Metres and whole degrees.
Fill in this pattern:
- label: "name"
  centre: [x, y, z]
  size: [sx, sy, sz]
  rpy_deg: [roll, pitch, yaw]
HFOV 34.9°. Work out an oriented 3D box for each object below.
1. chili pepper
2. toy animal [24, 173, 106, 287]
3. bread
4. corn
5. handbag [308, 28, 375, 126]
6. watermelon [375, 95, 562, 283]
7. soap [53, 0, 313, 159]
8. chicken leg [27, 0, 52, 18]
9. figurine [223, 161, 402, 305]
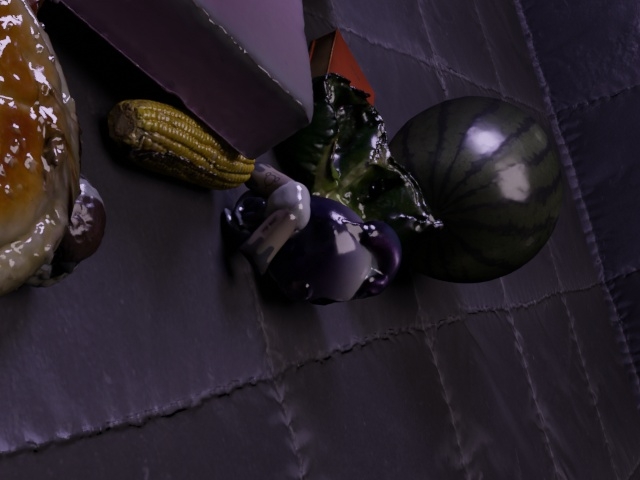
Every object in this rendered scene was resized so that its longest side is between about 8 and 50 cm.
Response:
- label: "chili pepper"
  centre: [0.037, -0.101, 1.352]
  size: [0.264, 0.148, 0.116]
  rpy_deg: [58, 2, -23]
- label: "toy animal"
  centre: [-0.219, -0.033, 0.803]
  size: [0.098, 0.098, 0.137]
  rpy_deg: [16, 59, -61]
- label: "bread"
  centre: [-0.284, -0.081, 0.624]
  size: [0.305, 0.159, 0.305]
  rpy_deg: [44, 34, -41]
- label: "corn"
  centre: [-0.139, -0.097, 1.046]
  size: [0.203, 0.072, 0.072]
  rpy_deg: [16, 60, -59]
- label: "handbag"
  centre: [0.026, -0.205, 1.471]
  size: [0.127, 0.063, 0.190]
  rpy_deg: [57, 26, -30]
- label: "watermelon"
  centre: [0.227, -0.079, 1.543]
  size: [0.278, 0.279, 0.359]
  rpy_deg: [67, 23, -10]
- label: "soap"
  centre: [-0.134, -0.270, 1.047]
  size: [0.296, 0.107, 0.285]
  rpy_deg: [40, 29, -35]
- label: "chicken leg"
  centre: [-0.326, -0.267, 0.769]
  size: [0.304, 0.093, 0.113]
  rpy_deg: [55, 11, -16]
- label: "figurine"
  centre: [0.000, 0.000, 1.181]
  size: [0.222, 0.145, 0.145]
  rpy_deg: [37, 41, -45]
